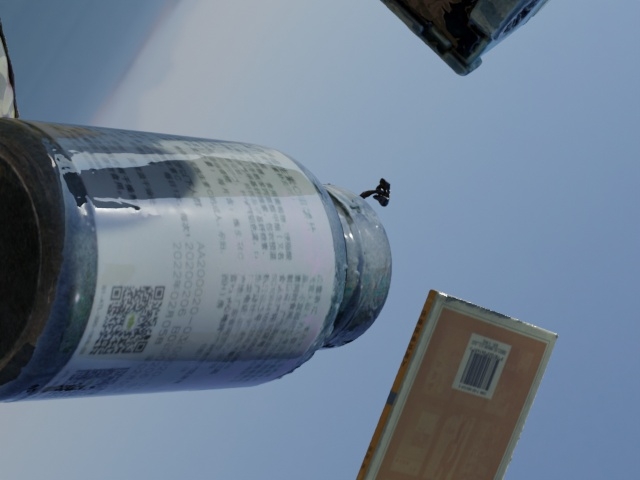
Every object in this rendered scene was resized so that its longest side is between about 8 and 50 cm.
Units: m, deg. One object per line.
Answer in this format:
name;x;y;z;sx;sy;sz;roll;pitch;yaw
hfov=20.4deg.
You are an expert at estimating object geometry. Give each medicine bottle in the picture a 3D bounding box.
medicine bottle;-0.083;0.013;0.961;0.293;0.141;0.141;3;130;-52

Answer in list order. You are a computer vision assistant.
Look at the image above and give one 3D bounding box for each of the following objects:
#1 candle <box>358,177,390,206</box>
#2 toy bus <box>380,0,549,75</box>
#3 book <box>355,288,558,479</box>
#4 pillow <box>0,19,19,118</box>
candle;0.001;0.000;1.259;0.167;0.021;0.026;-38;168;-37
toy bus;0.143;-0.248;1.055;0.165;0.133;0.271;-36;169;-47
book;0.103;0.171;1.476;0.018;0.170;0.242;23;-88;46
pillow;-0.273;-0.053;1.129;0.059;0.169;0.255;4;-145;30
